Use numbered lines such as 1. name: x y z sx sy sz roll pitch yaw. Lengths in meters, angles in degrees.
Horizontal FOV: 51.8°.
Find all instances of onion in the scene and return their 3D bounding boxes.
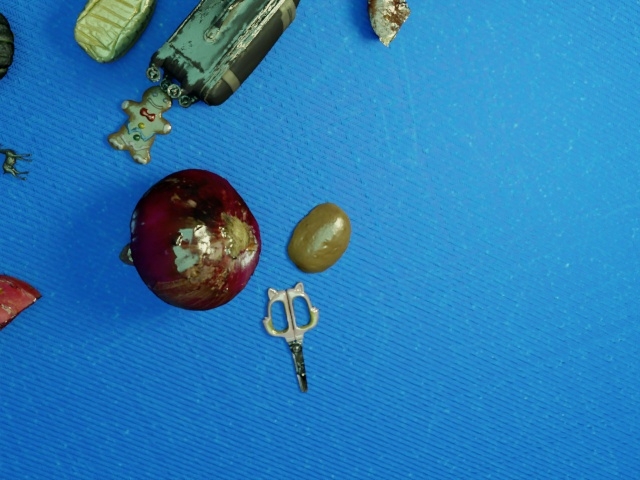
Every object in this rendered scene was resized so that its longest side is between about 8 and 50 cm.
1. onion: -0.353 0.008 1.638 0.385 0.347 0.348 -11 102 31

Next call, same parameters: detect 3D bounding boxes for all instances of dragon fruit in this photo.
1. dragon fruit: -0.866 0.184 1.670 0.261 0.163 0.189 -37 74 1

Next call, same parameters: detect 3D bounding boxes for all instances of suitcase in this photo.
1. suitcase: -0.210 -0.499 1.560 0.194 0.283 0.434 39 91 -9

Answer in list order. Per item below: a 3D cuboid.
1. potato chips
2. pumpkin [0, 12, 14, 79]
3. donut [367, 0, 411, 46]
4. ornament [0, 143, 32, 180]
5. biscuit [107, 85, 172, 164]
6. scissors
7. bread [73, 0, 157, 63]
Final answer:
1. potato chips: 0.000 0.000 1.781 0.150 0.049 0.202 43 98 -6
2. pumpkin: -0.836 -0.469 1.551 0.220 0.162 0.221 0 98 3
3. donut: 0.186 -0.649 1.669 0.151 0.112 0.295 32 93 -8
4. ornament: -0.799 -0.204 1.666 0.125 0.028 0.073 17 96 -11
5. biscuit: -0.452 -0.307 1.689 0.138 0.031 0.205 33 92 -10
6. scissors: -0.070 0.275 1.827 0.160 0.024 0.318 -12 100 -5
7. bread: -0.498 -0.547 1.606 0.140 0.106 0.236 36 94 -12
